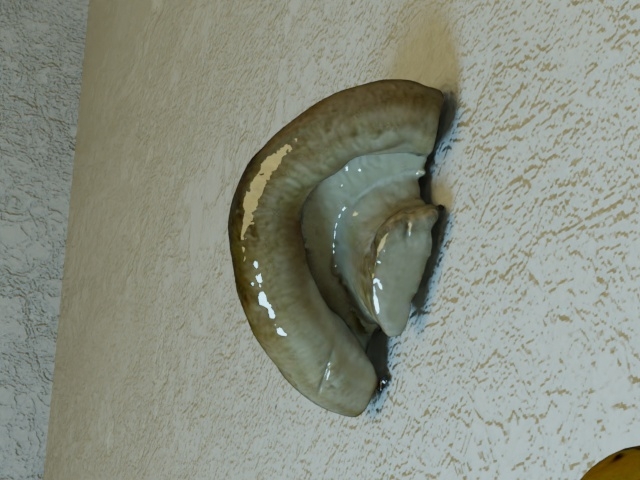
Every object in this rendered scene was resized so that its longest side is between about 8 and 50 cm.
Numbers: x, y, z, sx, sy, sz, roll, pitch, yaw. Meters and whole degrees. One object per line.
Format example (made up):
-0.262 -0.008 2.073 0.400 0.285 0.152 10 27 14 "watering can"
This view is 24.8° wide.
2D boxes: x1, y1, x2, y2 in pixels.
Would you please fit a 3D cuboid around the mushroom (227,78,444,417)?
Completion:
0.000 0.000 1.180 0.156 0.151 0.286 -131 53 -68 "mushroom"

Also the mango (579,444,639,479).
0.160 0.183 0.740 0.115 0.090 0.178 -123 36 -52 "mango"
